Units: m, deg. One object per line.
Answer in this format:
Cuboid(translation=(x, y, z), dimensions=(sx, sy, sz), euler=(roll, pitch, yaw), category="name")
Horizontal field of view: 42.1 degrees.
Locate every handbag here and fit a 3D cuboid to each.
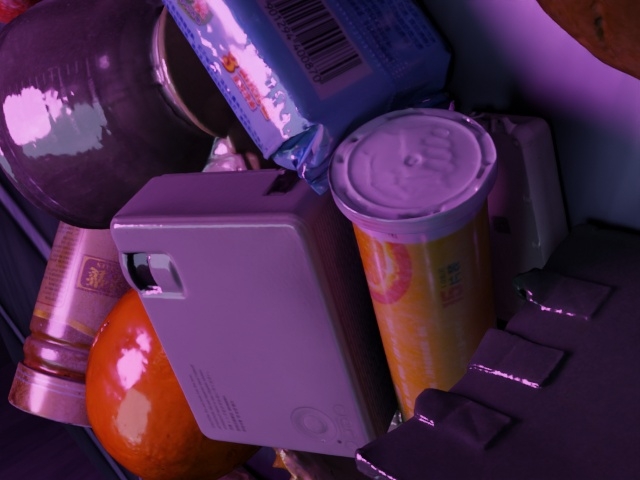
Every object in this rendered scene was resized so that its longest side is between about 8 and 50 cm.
Cuboid(translation=(0.182, 0.106, 0.469), dimensions=(0.260, 0.247, 0.079), euler=(19, 139, 48), category="handbag")

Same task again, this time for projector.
Cuboid(translation=(-0.048, 0.062, 0.726), dimensions=(0.192, 0.099, 0.256), euler=(-1, 124, 26), category="projector")

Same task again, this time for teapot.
Cuboid(translation=(-0.167, -0.104, 0.802), dimensions=(0.239, 0.239, 0.321), euler=(-11, 75, 38), category="teapot")

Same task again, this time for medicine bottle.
Cuboid(translation=(0.099, 0.095, 0.672), dimensions=(0.108, 0.108, 0.426), euler=(33, 152, 38), category="medicine bottle")
Cuboid(translation=(-0.301, 0.076, 1.127), dimensions=(0.151, 0.151, 0.322), euler=(6, 80, 56), category="medicine bottle")

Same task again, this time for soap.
Cuboid(translation=(-0.026, -0.181, 0.610), dimensions=(0.293, 0.156, 0.077), euler=(57, 150, 4), category="soap")

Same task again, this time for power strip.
Cuboid(translation=(0.147, -0.011, 0.632), dimensions=(0.081, 0.035, 0.192), euler=(18, 132, 52), category="power strip")

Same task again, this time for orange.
Cuboid(translation=(-0.149, 0.159, 1.016), dimensions=(0.226, 0.284, 0.283), euler=(26, 141, 20), category="orange")

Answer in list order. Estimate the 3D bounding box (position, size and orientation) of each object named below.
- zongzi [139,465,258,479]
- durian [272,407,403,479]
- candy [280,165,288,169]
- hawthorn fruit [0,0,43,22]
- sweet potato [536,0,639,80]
Cuboid(translation=(-0.197, 0.428, 1.462), dimensions=(0.356, 0.174, 0.393), euler=(49, 150, 24), category="zongzi")
Cuboid(translation=(0.021, 0.167, 0.895), dimensions=(0.166, 0.172, 0.306), euler=(-29, 84, 38), category="durian")
Cuboid(translation=(-0.055, -0.107, 0.868), dimensions=(0.035, 0.035, 0.122), euler=(32, 134, 58), category="candy")
Cuboid(translation=(-0.354, -0.335, 0.967), dimensions=(0.173, 0.173, 0.172), euler=(38, 146, 32), category="hawthorn fruit")
Cuboid(translation=(0.127, -0.210, 0.363), dimensions=(0.158, 0.158, 0.369), euler=(10, 133, 54), category="sweet potato")
